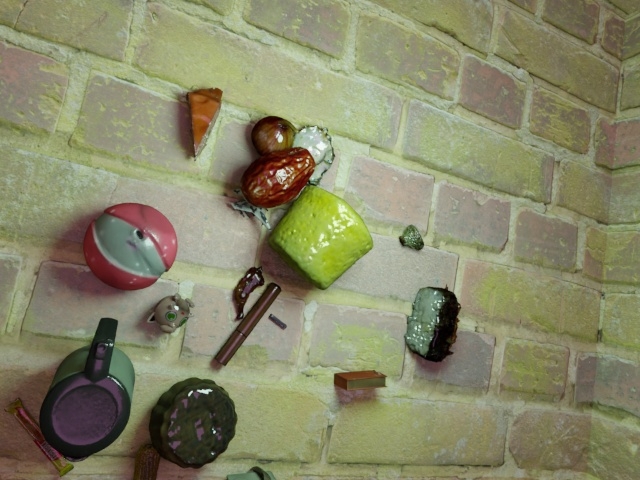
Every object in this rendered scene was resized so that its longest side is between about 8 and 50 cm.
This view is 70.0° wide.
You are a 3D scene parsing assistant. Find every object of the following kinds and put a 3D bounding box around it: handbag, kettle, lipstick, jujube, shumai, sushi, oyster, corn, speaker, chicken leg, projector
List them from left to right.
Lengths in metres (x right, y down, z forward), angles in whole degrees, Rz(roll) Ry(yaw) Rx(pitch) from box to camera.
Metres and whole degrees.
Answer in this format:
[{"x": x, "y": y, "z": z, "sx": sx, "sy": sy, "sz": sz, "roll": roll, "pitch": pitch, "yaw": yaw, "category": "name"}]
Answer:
[{"x": -0.676, "y": 0.415, "z": 1.380, "sx": 0.249, "sy": 0.376, "sz": 0.362, "roll": 18, "pitch": 81, "yaw": -21, "category": "kettle"}, {"x": -0.639, "y": 0.025, "z": 1.533, "sx": 0.294, "sy": 0.294, "sz": 0.295, "roll": 2, "pitch": 86, "yaw": -23, "category": "speaker"}, {"x": -0.599, "y": 0.811, "z": 1.552, "sx": 0.080, "sy": 0.080, "sz": 0.231, "roll": 12, "pitch": 84, "yaw": -22, "category": "corn"}, {"x": -0.280, "y": 0.192, "z": 1.743, "sx": 0.089, "sy": 0.048, "sz": 0.219, "roll": 34, "pitch": 74, "yaw": -15, "category": "chicken leg"}, {"x": -0.270, "y": 0.313, "z": 1.735, "sx": 0.057, "sy": 0.057, "sz": 0.357, "roll": 41, "pitch": 73, "yaw": -16, "category": "lipstick"}, {"x": -0.252, "y": 0.953, "z": 1.646, "sx": 0.177, "sy": 0.163, "sz": 0.243, "roll": 8, "pitch": 88, "yaw": -23, "category": "projector"}, {"x": -0.156, "y": -0.237, "z": 1.677, "sx": 0.290, "sy": 0.197, "sz": 0.197, "roll": -33, "pitch": 99, "yaw": -16, "category": "jujube"}, {"x": -0.028, "y": -0.342, "z": 1.869, "sx": 0.198, "sy": 0.092, "sz": 0.260, "roll": -6, "pitch": 80, "yaw": -23, "category": "oyster"}, {"x": 0.166, "y": 0.570, "z": 1.866, "sx": 0.190, "sy": 0.127, "sz": 0.063, "roll": 2, "pitch": 85, "yaw": -24, "category": "handbag"}, {"x": 0.399, "y": -0.001, "z": 2.030, "sx": 0.087, "sy": 0.099, "sz": 0.124, "roll": -29, "pitch": 96, "yaw": -5, "category": "shumai"}, {"x": 0.496, "y": 0.350, "z": 2.005, "sx": 0.181, "sy": 0.196, "sz": 0.344, "roll": 20, "pitch": 84, "yaw": -40, "category": "sushi"}]

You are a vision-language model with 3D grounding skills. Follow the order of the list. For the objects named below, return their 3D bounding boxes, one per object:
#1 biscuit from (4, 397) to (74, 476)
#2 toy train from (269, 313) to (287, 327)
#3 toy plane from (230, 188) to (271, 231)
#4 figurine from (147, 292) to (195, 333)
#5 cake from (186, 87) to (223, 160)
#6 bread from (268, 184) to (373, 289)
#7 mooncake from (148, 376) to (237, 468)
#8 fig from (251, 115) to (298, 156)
[{"x": -0.898, "y": 0.633, "z": 1.463, "sx": 0.048, "sy": 0.026, "sz": 0.292, "roll": -41, "pitch": 103, "yaw": -40, "category": "biscuit"}, {"x": -0.167, "y": 0.318, "z": 1.800, "sx": 0.083, "sy": 0.017, "sz": 0.017, "roll": 41, "pitch": 75, "yaw": -15, "category": "toy train"}, {"x": -0.253, "y": -0.125, "z": 1.757, "sx": 0.159, "sy": 0.082, "sz": 0.234, "roll": -24, "pitch": 84, "yaw": -31, "category": "toy plane"}, {"x": -0.517, "y": 0.254, "z": 1.598, "sx": 0.125, "sy": 0.125, "sz": 0.138, "roll": 41, "pitch": 88, "yaw": -15, "category": "figurine"}, {"x": -0.450, "y": -0.436, "z": 1.689, "sx": 0.135, "sy": 0.098, "sz": 0.288, "roll": 16, "pitch": 76, "yaw": -23, "category": "cake"}, {"x": 0.000, "y": 0.000, "z": 1.725, "sx": 0.348, "sy": 0.348, "sz": 0.308, "roll": 41, "pitch": 79, "yaw": -16, "category": "bread"}, {"x": -0.426, "y": 0.622, "z": 1.568, "sx": 0.290, "sy": 0.161, "sz": 0.291, "roll": 7, "pitch": 78, "yaw": -35, "category": "mooncake"}, {"x": -0.165, "y": -0.410, "z": 1.740, "sx": 0.174, "sy": 0.207, "sz": 0.175, "roll": 17, "pitch": 50, "yaw": -22, "category": "fig"}]
